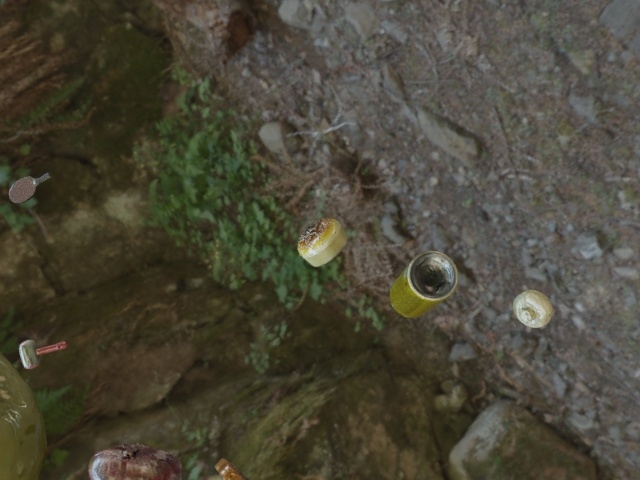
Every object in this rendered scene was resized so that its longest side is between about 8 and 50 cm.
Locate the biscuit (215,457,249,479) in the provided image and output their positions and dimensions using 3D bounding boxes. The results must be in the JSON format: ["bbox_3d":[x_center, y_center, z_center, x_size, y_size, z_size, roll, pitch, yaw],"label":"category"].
[{"bbox_3d":[-0.119,0.634,1.565,0.334,0.047,0.202,40,162,33],"label":"biscuit"}]

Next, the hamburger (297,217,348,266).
[{"bbox_3d":[0.000,0.000,1.661,0.081,0.126,0.141,48,177,-15],"label":"hamburger"}]

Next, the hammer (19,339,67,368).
[{"bbox_3d":[-0.506,0.202,1.248,0.031,0.083,0.053,180,76,-82],"label":"hammer"}]

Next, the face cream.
[{"bbox_3d":[0.215,0.109,1.502,0.105,0.105,0.349,52,170,10],"label":"face cream"}]

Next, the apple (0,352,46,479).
[{"bbox_3d":[-0.385,0.180,0.593,0.262,0.262,0.262,42,152,29],"label":"apple"}]

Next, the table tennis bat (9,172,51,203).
[{"bbox_3d":[-0.531,-0.099,1.246,0.050,0.083,0.007,59,179,26],"label":"table tennis bat"}]

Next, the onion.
[{"bbox_3d":[-0.401,0.522,1.487,0.098,0.205,0.151,147,123,-70],"label":"onion"}]

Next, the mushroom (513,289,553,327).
[{"bbox_3d":[0.441,0.143,1.417,0.083,0.067,0.084,26,129,37],"label":"mushroom"}]
